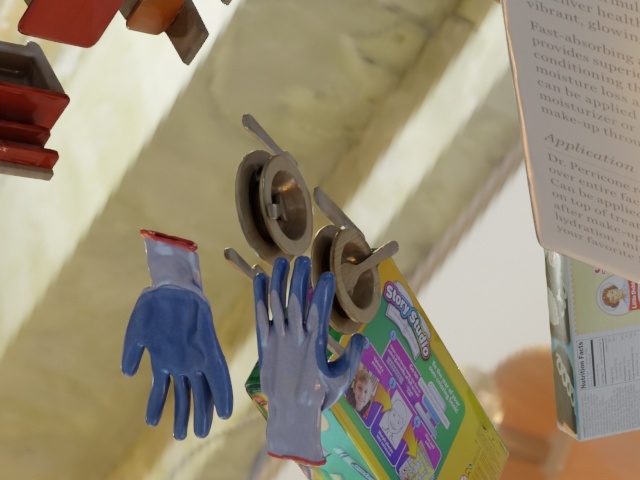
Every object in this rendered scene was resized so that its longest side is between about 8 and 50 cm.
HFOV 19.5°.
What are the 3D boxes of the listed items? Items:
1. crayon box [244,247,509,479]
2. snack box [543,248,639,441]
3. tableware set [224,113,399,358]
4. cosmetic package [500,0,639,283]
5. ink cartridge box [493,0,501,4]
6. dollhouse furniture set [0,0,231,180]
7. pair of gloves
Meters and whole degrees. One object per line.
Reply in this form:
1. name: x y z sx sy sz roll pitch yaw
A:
1. crayon box: 0.058 0.162 1.664 0.081 0.278 0.165 -6 -140 36
2. snack box: 0.317 0.024 1.836 0.060 0.187 0.321 -150 -128 -71
3. tableware set: 0.000 0.000 1.390 0.039 0.194 0.128 -13 -126 27
4. cosmetic package: 0.226 -0.148 0.980 0.230 0.453 0.161 22 -119 26
5. ink cartridge box: 0.194 -0.248 1.310 0.088 0.235 0.193 129 -18 -72
6. dollhouse furniture set: -0.223 -0.192 1.624 0.259 0.262 0.135 -53 -132 31
7. pair of gloves: -0.058 0.077 1.288 0.198 0.023 0.159 12 -65 28
